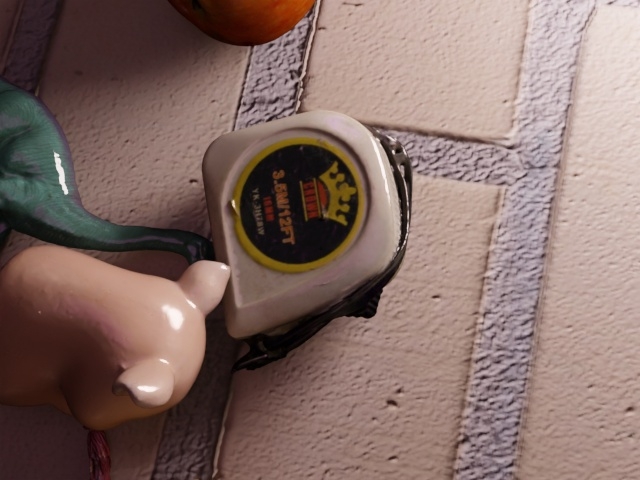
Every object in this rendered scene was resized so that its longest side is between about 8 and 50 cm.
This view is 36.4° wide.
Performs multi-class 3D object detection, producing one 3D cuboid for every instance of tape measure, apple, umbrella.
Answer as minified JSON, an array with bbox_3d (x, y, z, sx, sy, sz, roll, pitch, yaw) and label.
[{"bbox_3d":[0.000,0.000,1.100,0.231,0.133,0.271,-11,76,12],"label":"tape measure"},{"bbox_3d":[-0.095,-0.357,1.160,0.229,0.230,0.230,-2,75,6],"label":"apple"},{"bbox_3d":[-0.252,0.261,1.112,0.027,0.025,0.165,-5,74,-25],"label":"umbrella"}]

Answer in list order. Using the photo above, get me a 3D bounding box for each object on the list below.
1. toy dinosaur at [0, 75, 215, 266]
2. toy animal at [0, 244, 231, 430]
[{"bbox_3d":[-0.315,-0.111,1.193,0.330,0.129,0.384,-10,73,-7],"label":"toy dinosaur"},{"bbox_3d":[-0.251,0.116,1.050,0.256,0.213,0.195,16,47,7],"label":"toy animal"}]
